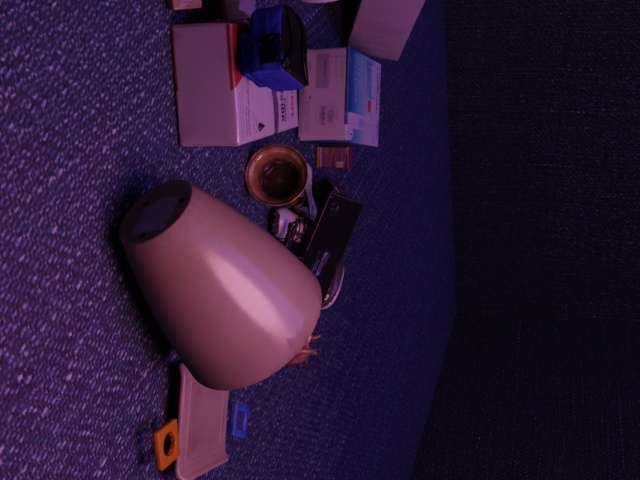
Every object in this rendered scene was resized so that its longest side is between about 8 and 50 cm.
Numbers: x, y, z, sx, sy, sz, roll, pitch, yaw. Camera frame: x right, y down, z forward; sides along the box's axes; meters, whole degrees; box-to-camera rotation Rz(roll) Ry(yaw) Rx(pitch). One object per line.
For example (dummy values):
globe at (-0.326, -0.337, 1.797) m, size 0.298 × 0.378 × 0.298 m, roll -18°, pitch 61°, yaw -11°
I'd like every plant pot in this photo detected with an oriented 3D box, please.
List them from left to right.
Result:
plant pot at (-0.171, 0.046, 1.215) m, size 0.274 × 0.256 × 0.257 m, roll 55°, pitch 39°, yaw -38°

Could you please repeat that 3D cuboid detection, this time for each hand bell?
hand bell at (-0.076, -0.109, 1.682) m, size 0.242 × 0.126 × 0.126 m, roll 64°, pitch 32°, yaw -79°

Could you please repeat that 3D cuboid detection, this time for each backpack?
backpack at (-0.076, -0.306, 1.250) m, size 0.098 × 0.101 × 0.120 m, roll 27°, pitch 64°, yaw -70°

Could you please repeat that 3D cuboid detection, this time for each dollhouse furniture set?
dollhouse furniture set at (-0.205, -0.431, 1.311) m, size 0.151 × 0.123 × 0.144 m, roll -17°, pitch 113°, yaw -33°

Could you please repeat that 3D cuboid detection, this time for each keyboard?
keyboard at (-0.031, 0.039, 1.729) m, size 0.201 × 0.033 × 0.317 m, roll 17°, pitch 97°, yaw -48°

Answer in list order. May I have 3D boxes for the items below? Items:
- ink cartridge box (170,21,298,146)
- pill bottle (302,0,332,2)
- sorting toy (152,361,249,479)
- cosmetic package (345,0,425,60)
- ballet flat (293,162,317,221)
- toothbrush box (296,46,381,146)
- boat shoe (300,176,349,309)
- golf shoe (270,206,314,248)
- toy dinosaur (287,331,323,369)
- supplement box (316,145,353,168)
ink cartridge box at (-0.140, -0.279, 1.393) m, size 0.273 × 0.114 × 0.197 m, roll -37°, pitch 127°, yaw -66°
pill bottle at (-0.005, -0.651, 1.656) m, size 0.162 × 0.162 × 0.279 m, roll -63°, pitch 150°, yaw -50°
sorting toy at (-0.215, 0.304, 1.392) m, size 0.347 × 0.047 × 0.196 m, roll 7°, pitch 82°, yaw -72°
cosmetic package at (0.175, -0.637, 1.988) m, size 0.385 × 0.156 × 0.217 m, roll 110°, pitch -11°, yaw -74°
ballet flat at (-0.044, -0.097, 1.832) m, size 0.052 × 0.057 × 0.168 m, roll -22°, pitch 114°, yaw -39°
toothbrush box at (0.051, -0.339, 1.933) m, size 0.295 × 0.126 × 0.217 m, roll -11°, pitch 103°, yaw -72°
boat shoe at (0.000, 0.000, 1.891) m, size 0.095 × 0.112 × 0.335 m, roll 50°, pitch 41°, yaw -46°
golf shoe at (-0.045, -0.029, 1.758) m, size 0.198 × 0.093 × 0.077 m, roll 25°, pitch 71°, yaw -68°
toy dinosaur at (-0.070, 0.146, 1.544) m, size 0.296 × 0.200 × 0.127 m, roll -67°, pitch 153°, yaw -46°
supplement box at (0.035, -0.206, 1.972) m, size 0.043 × 0.083 × 0.055 m, roll -20°, pitch 114°, yaw -69°
